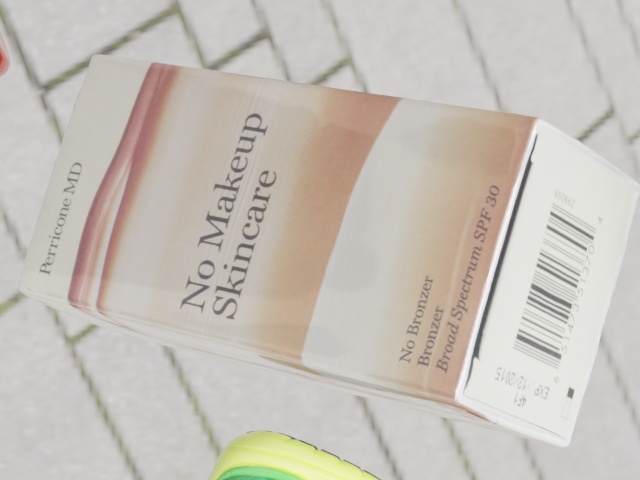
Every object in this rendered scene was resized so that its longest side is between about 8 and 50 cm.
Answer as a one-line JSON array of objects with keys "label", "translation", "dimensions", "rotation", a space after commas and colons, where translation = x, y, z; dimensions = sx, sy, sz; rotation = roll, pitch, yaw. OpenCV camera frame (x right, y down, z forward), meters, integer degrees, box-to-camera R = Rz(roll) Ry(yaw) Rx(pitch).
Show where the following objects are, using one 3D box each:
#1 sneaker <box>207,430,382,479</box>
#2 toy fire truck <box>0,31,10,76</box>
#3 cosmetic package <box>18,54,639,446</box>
[{"label": "sneaker", "translation": [0.055, 0.224, 1.177], "dimensions": [0.123, 0.295, 0.109], "rotation": [-62, 163, -9]}, {"label": "toy fire truck", "translation": [-0.283, -0.159, 0.975], "dimensions": [0.169, 0.254, 0.302], "rotation": [-24, 88, -2]}, {"label": "cosmetic package", "translation": [0.000, 0.000, 1.048], "dimensions": [0.129, 0.296, 0.153], "rotation": [26, 77, -53]}]
